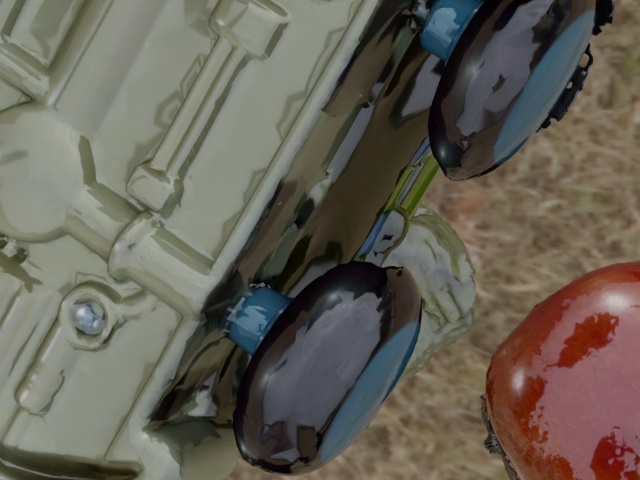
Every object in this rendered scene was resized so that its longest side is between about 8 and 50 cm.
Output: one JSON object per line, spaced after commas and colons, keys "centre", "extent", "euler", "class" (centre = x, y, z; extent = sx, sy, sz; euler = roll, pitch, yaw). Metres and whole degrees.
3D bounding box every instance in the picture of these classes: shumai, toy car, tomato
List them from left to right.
{"centre": [-0.022, -0.057, 0.498], "extent": [0.204, 0.198, 0.248], "euler": [34, 105, 16], "class": "toy car"}
{"centre": [0.000, 0.001, 1.511], "extent": [0.255, 0.218, 0.189], "euler": [16, 132, -20], "class": "shumai"}
{"centre": [0.153, 0.092, 0.846], "extent": [0.139, 0.091, 0.159], "euler": [-26, 132, -1], "class": "tomato"}
